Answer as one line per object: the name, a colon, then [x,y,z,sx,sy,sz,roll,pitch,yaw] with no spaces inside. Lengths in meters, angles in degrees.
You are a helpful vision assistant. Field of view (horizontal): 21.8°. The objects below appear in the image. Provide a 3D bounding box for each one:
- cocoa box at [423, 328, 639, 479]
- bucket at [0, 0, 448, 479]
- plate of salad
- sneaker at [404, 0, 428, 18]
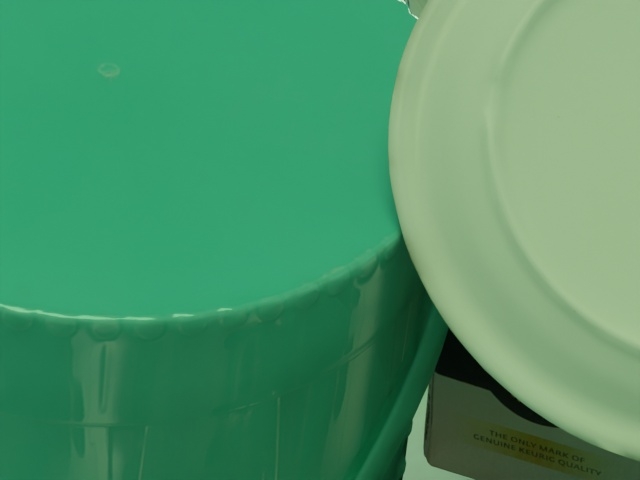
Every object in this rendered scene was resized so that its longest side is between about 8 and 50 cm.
cocoa box: [0.244,-0.008,0.691,0.347,0.228,0.231,14,37,21]
bucket: [-0.082,0.005,0.612,0.281,0.183,0.281,7,43,-6]
plate of salad: [0.119,-0.024,0.535,0.200,0.048,0.199,1,74,-5]
sneaker: [0.146,-0.125,0.957,0.127,0.182,0.315,-29,37,-34]
